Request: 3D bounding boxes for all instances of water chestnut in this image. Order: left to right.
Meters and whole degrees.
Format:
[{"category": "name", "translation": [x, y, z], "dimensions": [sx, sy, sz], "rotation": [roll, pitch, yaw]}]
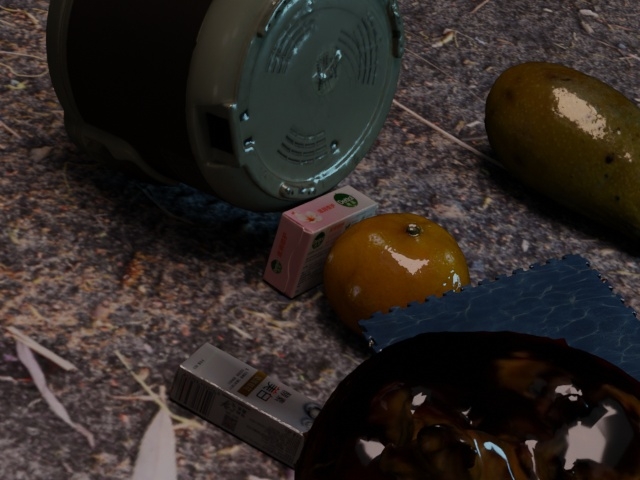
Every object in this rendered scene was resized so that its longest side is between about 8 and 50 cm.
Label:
[{"category": "water chestnut", "translation": [0.121, 0.206, 0.953], "dimensions": [0.335, 0.347, 0.335], "rotation": [-3, 56, 5]}]

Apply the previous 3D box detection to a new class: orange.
[{"category": "orange", "translation": [0.081, 0.038, 1.409], "dimensions": [0.156, 0.124, 0.156], "rotation": [17, 29, -10]}]

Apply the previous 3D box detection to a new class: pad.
[{"category": "pad", "translation": [0.206, 0.123, 1.268], "dimensions": [0.269, 0.012, 0.269], "rotation": [-17, 44, -22]}]

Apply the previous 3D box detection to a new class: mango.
[{"category": "mango", "translation": [0.360, -0.114, 1.768], "dimensions": [0.329, 0.175, 0.176], "rotation": [29, 77, 17]}]

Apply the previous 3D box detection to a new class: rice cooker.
[{"category": "rice cooker", "translation": [-0.112, -0.209, 1.489], "dimensions": [0.325, 0.335, 0.335], "rotation": [23, 28, 35]}]

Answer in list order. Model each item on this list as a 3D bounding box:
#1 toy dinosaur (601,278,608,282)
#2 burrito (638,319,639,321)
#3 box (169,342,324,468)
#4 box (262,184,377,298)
[{"category": "toy dinosaur", "translation": [0.278, 0.182, 1.320], "dimensions": [0.208, 0.097, 0.432], "rotation": [26, 31, 23]}, {"category": "burrito", "translation": [0.468, 0.103, 1.519], "dimensions": [0.299, 0.105, 0.143], "rotation": [-19, 61, -44]}, {"category": "box", "translation": [-0.030, 0.167, 1.228], "dimensions": [0.218, 0.039, 0.055], "rotation": [27, 30, 13]}, {"category": "box", "translation": [0.000, 0.000, 1.461], "dimensions": [0.043, 0.089, 0.125], "rotation": [34, 33, 23]}]
